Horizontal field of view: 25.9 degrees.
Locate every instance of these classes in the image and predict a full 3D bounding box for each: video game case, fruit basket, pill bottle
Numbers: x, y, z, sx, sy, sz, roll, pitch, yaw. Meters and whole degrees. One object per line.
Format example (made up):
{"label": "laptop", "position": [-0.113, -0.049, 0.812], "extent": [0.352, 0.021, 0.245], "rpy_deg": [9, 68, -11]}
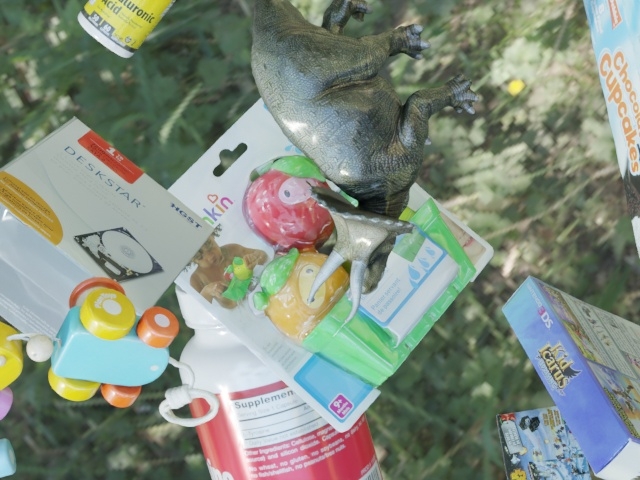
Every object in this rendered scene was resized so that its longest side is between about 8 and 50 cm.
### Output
{"label": "video game case", "position": [0.349, 0.179, 1.553], "extent": [0.244, 0.269, 0.061], "rpy_deg": [24, 116, -32]}
{"label": "fruit basket", "position": [0.000, 0.000, 1.690], "extent": [0.353, 0.327, 0.165], "rpy_deg": [45, 153, -4]}
{"label": "pill bottle", "position": [-0.058, 0.228, 1.888], "extent": [0.229, 0.229, 0.407], "rpy_deg": [-6, 106, 35]}
{"label": "pill bottle", "position": [-0.172, -0.237, 1.322], "extent": [0.065, 0.065, 0.116], "rpy_deg": [41, 100, 7]}

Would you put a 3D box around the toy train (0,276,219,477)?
{"label": "toy train", "position": [-0.140, 0.071, 0.685], "extent": [0.166, 0.046, 0.125], "rpy_deg": [-17, 139, 1]}

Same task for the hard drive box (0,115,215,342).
{"label": "hard drive box", "position": [-0.218, 0.001, 1.268], "extent": [0.181, 0.232, 0.089], "rpy_deg": [38, 111, -4]}

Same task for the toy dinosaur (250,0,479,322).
{"label": "toy dinosaur", "position": [0.018, -0.112, 1.096], "extent": [0.121, 0.160, 0.313], "rpy_deg": [-17, 103, 50]}

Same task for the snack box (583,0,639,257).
{"label": "snack box", "position": [0.295, -0.040, 0.908], "extent": [0.060, 0.187, 0.322], "rpy_deg": [127, 135, -70]}

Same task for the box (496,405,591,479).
{"label": "box", "position": [0.257, 0.257, 1.589], "extent": [0.094, 0.137, 0.027], "rpy_deg": [-9, 145, 5]}
